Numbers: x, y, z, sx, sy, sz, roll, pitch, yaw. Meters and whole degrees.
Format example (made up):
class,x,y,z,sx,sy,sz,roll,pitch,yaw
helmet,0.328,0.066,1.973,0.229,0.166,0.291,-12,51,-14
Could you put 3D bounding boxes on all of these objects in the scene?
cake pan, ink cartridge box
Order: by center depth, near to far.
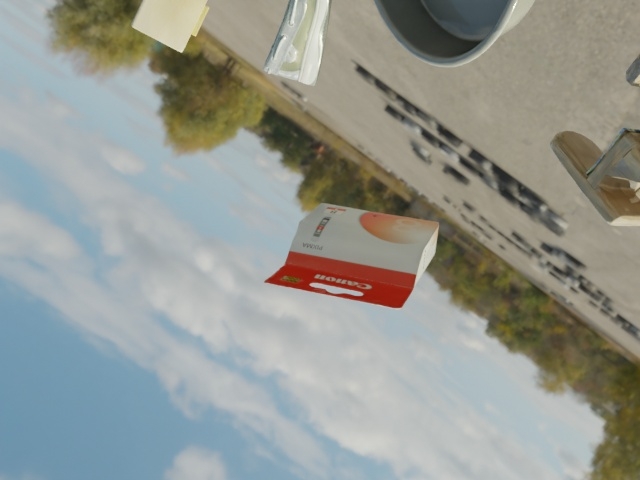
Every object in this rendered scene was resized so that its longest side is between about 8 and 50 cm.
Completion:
class,x,y,z,sx,sy,sz,roll,pitch,yaw
cake pan,0.132,-0.328,0.795,0.054,0.293,0.293,-17,-145,-24
ink cartridge box,0.037,0.010,0.826,0.145,0.045,0.179,10,-162,16

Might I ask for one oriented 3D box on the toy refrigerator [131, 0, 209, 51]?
class,x,y,z,sx,sy,sz,roll,pitch,yaw
toy refrigerator,-0.188,-0.430,1.189,0.094,0.270,0.102,25,-168,-18

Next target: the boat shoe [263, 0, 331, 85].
class,x,y,z,sx,sy,sz,roll,pitch,yaw
boat shoe,-0.032,-0.394,1.259,0.103,0.320,0.118,9,-129,-1

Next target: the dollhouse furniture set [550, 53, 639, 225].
class,x,y,z,sx,sy,sz,roll,pitch,yaw
dollhouse furniture set,0.491,-0.230,0.884,0.393,0.362,0.257,-1,-131,-31

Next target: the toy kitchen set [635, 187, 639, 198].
class,x,y,z,sx,sy,sz,roll,pitch,yaw
toy kitchen set,0.392,-0.086,1.005,0.068,0.083,0.075,46,180,20
